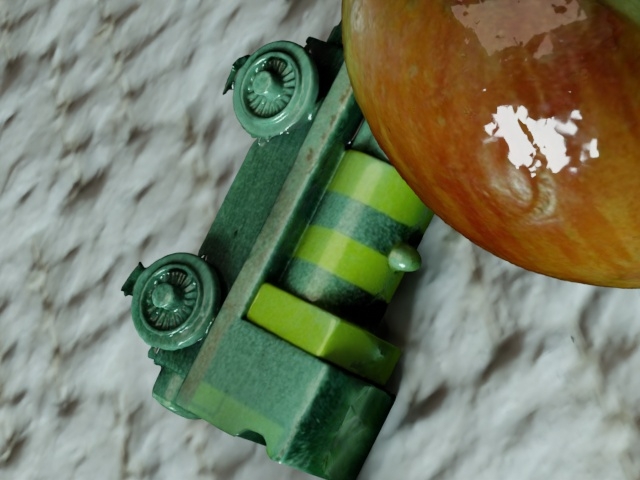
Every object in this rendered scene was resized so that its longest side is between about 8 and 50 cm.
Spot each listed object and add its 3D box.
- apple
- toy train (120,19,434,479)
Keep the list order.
[{"bbox_3d":[0.093,-0.074,0.652,0.160,0.173,0.195,-39,46,23],"label":"apple"},{"bbox_3d":[0.000,0.000,0.786,0.132,0.083,0.200,25,90,37],"label":"toy train"}]
